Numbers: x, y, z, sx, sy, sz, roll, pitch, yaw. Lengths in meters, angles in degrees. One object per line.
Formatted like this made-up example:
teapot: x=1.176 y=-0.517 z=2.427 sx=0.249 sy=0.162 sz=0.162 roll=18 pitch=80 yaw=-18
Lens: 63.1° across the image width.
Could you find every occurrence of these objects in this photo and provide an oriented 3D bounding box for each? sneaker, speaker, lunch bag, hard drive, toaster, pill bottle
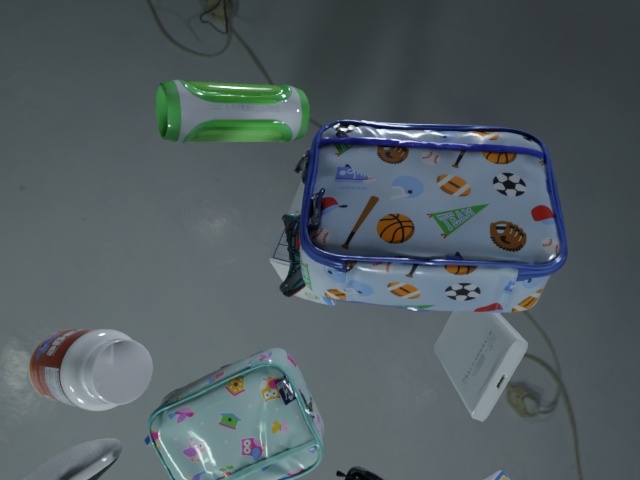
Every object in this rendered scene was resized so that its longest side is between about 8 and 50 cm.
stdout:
sneaker: x=-0.455 y=0.472 z=0.883 sx=0.296 sy=0.104 sz=0.147 roll=-33 pitch=111 yaw=-27
speaker: x=-0.176 y=-0.262 z=1.072 sx=0.296 sy=0.131 sz=0.131 roll=-6 pitch=75 yaw=-28
lunch bag: x=-0.134 y=0.331 z=0.905 sx=0.279 sy=0.108 sz=0.224 roll=-24 pitch=92 yaw=3
hard drive: x=0.368 y=0.255 z=1.243 sx=0.040 sy=0.307 sz=0.203 roll=22 pitch=103 yaw=-9
toaster: x=0.155 y=0.705 z=1.411 sx=0.146 sy=0.227 sz=0.129 roll=39 pitch=71 yaw=-43
lunch bag: x=0.117 y=-0.043 z=0.618 sx=0.303 sy=0.115 sz=0.243 roll=6 pitch=56 yaw=5
pill bottle: x=-0.356 y=0.198 z=0.811 sx=0.121 sy=0.216 sz=0.121 roll=10 pitch=76 yaw=-46
sneaker: x=-0.039 y=-0.002 z=1.137 sx=0.125 sy=0.104 sz=0.262 roll=30 pitch=68 yaw=-5

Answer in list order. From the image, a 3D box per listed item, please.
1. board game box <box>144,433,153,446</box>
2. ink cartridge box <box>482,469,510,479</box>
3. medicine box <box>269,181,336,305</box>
board game box: x=-0.307 y=0.399 z=1.096 sx=0.020 sy=0.090 sz=0.090 roll=26 pitch=74 yaw=44
ink cartridge box: x=0.306 y=0.741 z=1.219 sx=0.395 sy=0.270 sz=0.151 roll=-8 pitch=54 yaw=-49
medicine box: x=0.000 y=0.000 z=1.489 sx=0.149 sy=0.263 sz=0.289 roll=14 pitch=67 yaw=18
